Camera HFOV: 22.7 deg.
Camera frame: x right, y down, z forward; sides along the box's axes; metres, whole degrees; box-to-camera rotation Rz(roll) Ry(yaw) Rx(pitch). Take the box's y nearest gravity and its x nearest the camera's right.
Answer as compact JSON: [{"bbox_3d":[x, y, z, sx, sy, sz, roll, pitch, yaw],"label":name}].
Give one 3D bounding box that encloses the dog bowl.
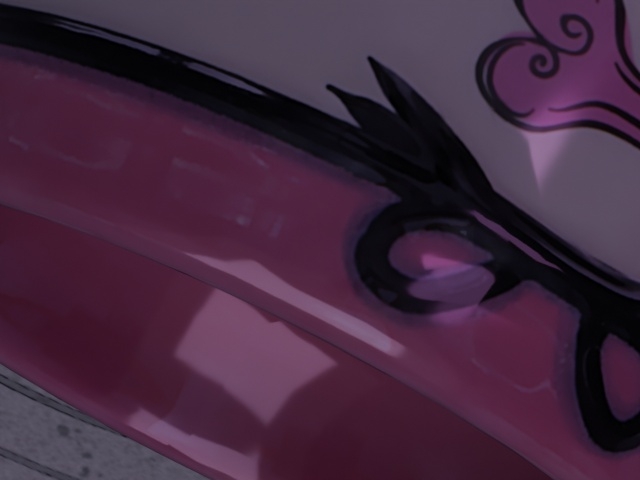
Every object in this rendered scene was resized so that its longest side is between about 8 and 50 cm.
[{"bbox_3d":[0.000,0.000,0.578,0.408,0.150,0.408,24,162,8],"label":"dog bowl"}]
